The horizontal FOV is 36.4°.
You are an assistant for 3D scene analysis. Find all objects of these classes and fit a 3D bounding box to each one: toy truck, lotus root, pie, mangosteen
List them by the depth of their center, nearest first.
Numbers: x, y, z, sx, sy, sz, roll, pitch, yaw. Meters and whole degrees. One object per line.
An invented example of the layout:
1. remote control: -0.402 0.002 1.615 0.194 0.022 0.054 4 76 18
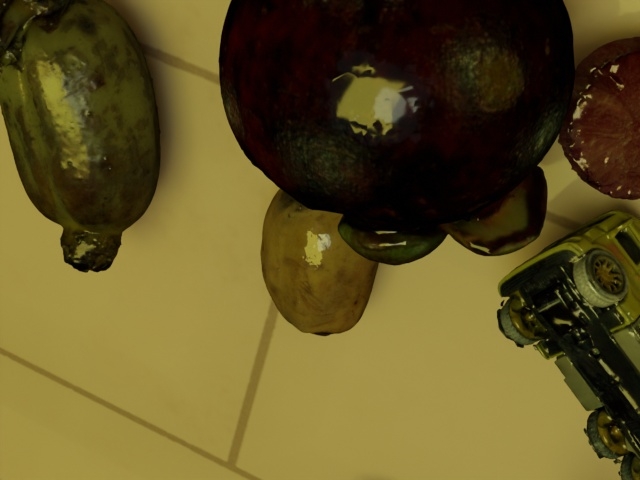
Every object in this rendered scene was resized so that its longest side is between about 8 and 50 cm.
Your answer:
1. mangosteen: 0.062 -0.131 0.805 0.311 0.311 0.311 10 118 20
2. pie: 0.276 -0.105 0.831 0.154 0.036 0.154 -3 114 -6
3. toy truck: 0.301 0.102 0.889 0.272 0.157 0.124 53 139 2
4. lotus root: 0.000 0.000 0.995 0.125 0.118 0.221 4 120 4
5. lotus root: -0.257 -0.117 1.030 0.173 0.173 0.309 4 115 22
